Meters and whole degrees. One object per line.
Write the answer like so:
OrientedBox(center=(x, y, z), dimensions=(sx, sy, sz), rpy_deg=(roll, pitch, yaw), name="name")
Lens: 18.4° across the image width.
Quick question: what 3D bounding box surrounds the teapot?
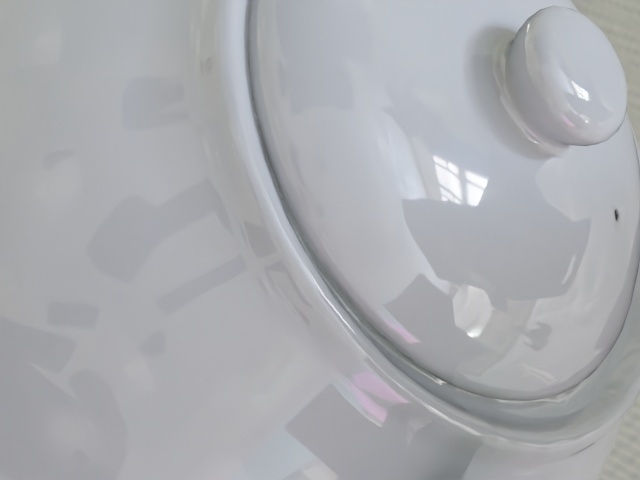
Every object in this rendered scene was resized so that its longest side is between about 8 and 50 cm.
OrientedBox(center=(0.000, 0.000, 0.504), dimensions=(0.187, 0.252, 0.256), rpy_deg=(-26, -80, 41), name="teapot")
